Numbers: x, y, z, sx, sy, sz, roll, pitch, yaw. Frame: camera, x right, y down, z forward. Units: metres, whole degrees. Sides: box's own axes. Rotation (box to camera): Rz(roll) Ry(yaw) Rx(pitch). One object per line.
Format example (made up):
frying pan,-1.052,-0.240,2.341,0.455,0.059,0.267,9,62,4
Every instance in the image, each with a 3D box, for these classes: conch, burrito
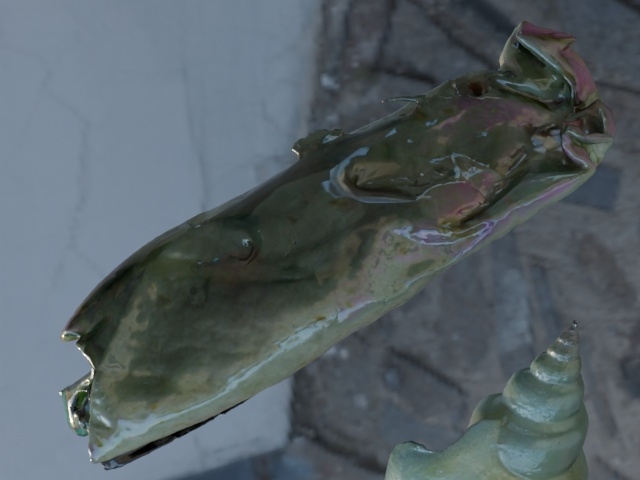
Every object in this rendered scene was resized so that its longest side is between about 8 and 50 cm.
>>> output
conch,0.082,0.112,0.788,0.065,0.088,0.180,43,126,44
burrito,0.002,0.003,0.835,0.309,0.066,0.096,-32,64,2
